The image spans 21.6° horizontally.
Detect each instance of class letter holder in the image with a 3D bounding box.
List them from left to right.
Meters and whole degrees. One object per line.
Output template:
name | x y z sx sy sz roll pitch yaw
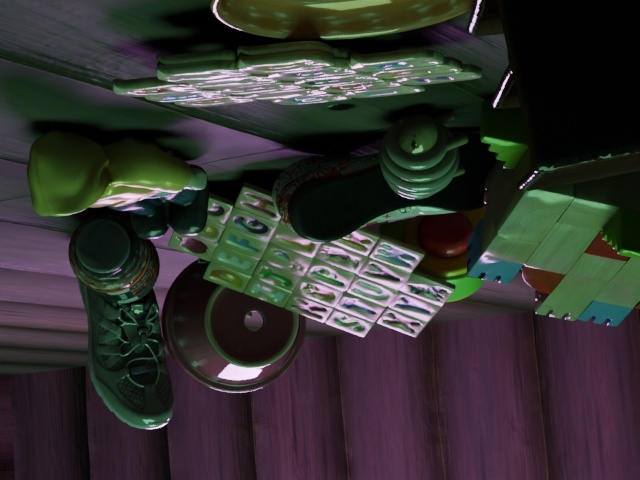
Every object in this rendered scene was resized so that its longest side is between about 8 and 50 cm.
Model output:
letter holder | 0.267 -0.132 1.157 0.302 0.152 0.214 -11 173 -1

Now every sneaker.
sneaker | -0.269 0.124 2.310 0.105 0.281 0.115 -14 166 -28
sneaker | 0.078 -0.069 1.849 0.270 0.090 0.145 -16 -166 -13

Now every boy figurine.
boy figurine | -0.208 -0.058 1.741 0.177 0.092 0.285 -4 175 18

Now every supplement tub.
supplement tub | -0.269 0.022 2.177 0.106 0.106 0.198 -4 172 1

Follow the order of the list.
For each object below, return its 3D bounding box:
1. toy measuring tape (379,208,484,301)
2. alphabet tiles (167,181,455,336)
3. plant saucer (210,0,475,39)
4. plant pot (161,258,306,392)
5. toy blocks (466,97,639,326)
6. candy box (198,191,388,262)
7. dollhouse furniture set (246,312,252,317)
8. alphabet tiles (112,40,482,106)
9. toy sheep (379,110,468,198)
toy measuring tape | 0.215 0.006 2.103 0.330 0.121 0.121 -13 173 -11
alphabet tiles | -0.016 0.030 2.069 0.342 0.011 0.285 21 154 -5
plant saucer | 0.021 -0.185 1.182 0.200 0.037 0.200 -4 172 -1
plant pot | -0.109 0.109 2.292 0.201 0.201 0.180 -2 176 -12
toy blocks | 0.311 -0.003 1.774 0.381 0.191 0.261 11 149 -10
candy box | -0.038 -0.015 2.160 0.165 0.070 0.196 3 168 -42
dollhouse furniture set | -0.087 0.086 2.423 0.161 0.182 0.101 -5 171 9
alphabet tiles | -0.017 -0.139 1.406 0.278 0.021 0.284 -4 179 21
toy sheep | 0.103 -0.085 1.719 0.091 0.091 0.132 -4 147 0
